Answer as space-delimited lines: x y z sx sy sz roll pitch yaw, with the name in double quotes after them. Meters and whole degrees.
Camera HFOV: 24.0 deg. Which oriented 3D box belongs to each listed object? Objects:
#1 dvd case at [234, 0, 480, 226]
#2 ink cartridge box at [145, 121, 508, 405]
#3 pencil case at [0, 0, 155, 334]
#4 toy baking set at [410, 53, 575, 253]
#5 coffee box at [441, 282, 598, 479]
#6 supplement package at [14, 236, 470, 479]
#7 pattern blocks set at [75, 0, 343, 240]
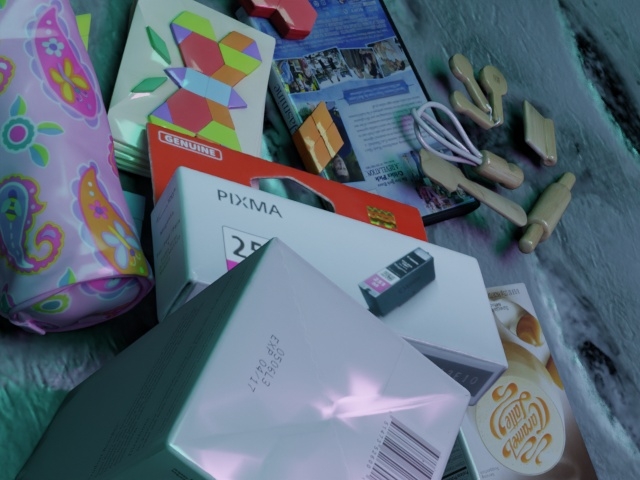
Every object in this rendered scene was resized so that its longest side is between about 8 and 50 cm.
0.038 -0.124 1.436 0.180 0.022 0.253 -16 77 -43 "dvd case"
0.000 0.000 1.200 0.275 0.060 0.239 17 39 -24 "ink cartridge box"
-0.218 -0.073 1.148 0.124 0.124 0.284 -6 70 -40 "pencil case"
0.170 -0.080 1.493 0.197 0.030 0.256 47 37 -10 "toy baking set"
0.144 0.172 1.305 0.141 0.098 0.246 -7 71 -38 "coffee box"
-0.074 0.164 1.007 0.175 0.293 0.177 39 48 -15 "supplement package"
-0.107 -0.129 1.304 0.285 0.026 0.324 8 64 -29 "pattern blocks set"
